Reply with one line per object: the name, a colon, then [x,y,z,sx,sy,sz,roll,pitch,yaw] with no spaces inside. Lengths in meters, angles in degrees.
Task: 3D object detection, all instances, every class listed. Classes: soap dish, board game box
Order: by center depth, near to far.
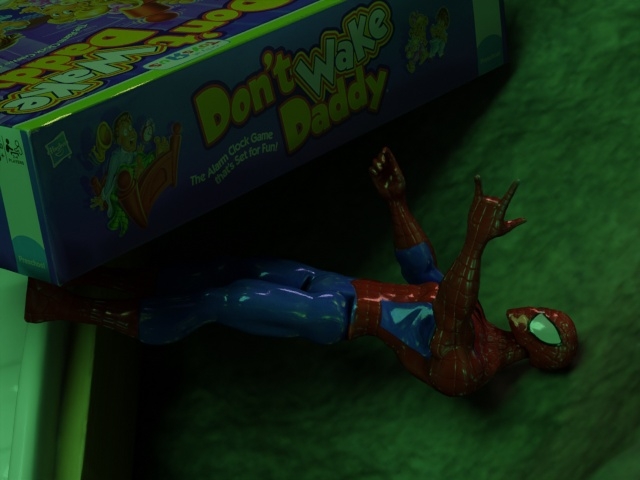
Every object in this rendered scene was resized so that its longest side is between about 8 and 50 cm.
board game box: [-0.093,-0.094,0.952,0.233,0.078,0.347,12,30,40]
soap dish: [-0.211,0.090,1.015,0.229,0.118,0.291,-15,54,24]

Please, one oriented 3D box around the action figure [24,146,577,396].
action figure: [0.000,0.000,0.885,0.280,0.139,0.091,12,22,2]
